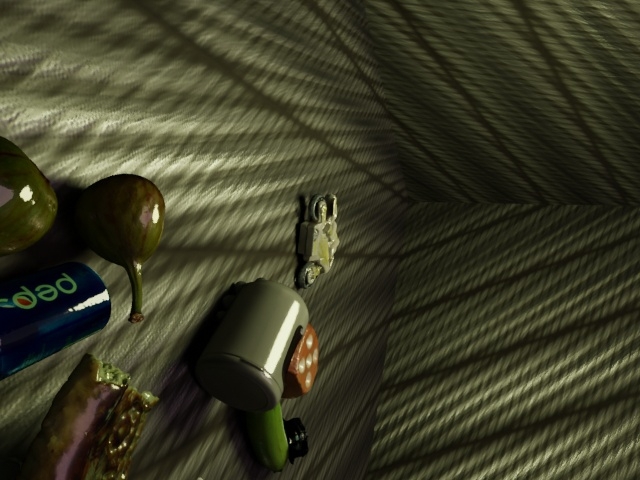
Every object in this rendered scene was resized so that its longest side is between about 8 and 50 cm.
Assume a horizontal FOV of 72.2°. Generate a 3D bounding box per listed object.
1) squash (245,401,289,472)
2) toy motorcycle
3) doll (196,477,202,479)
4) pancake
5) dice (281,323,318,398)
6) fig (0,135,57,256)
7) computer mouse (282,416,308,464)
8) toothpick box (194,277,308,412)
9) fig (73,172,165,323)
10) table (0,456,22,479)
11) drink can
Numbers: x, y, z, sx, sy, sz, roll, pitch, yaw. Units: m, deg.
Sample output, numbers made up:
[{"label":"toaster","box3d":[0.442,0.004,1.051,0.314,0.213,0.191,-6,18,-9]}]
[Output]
[{"label":"squash","box3d":[-0.154,0.550,1.266,0.107,0.107,0.394,-59,151,-51]},{"label":"toy motorcycle","box3d":[0.000,0.000,1.585,0.223,0.108,0.340,-8,107,-60]},{"label":"doll","box3d":[-0.291,0.583,0.989,0.098,0.058,0.143,-55,149,-17]},{"label":"pancake","box3d":[-0.304,0.363,0.554,0.305,0.067,0.426,82,20,-73]},{"label":"dice","box3d":[-0.111,0.334,1.268,0.179,0.174,0.174,-73,154,-43]},{"label":"fig","box3d":[-0.438,-0.018,0.485,0.259,0.151,0.151,-39,134,-27]},{"label":"computer mouse","box3d":[-0.079,0.621,1.392,0.241,0.078,0.146,119,-48,-64]},{"label":"toothpick box","box3d":[-0.160,0.231,1.095,0.316,0.229,0.228,-67,152,-45]},{"label":"fig","box3d":[-0.298,0.015,0.688,0.149,0.149,0.245,31,39,-67]},{"label":"table","box3d":[-0.407,0.332,0.534,0.198,0.167,0.166,80,23,-50]},{"label":"drink can","box3d":[-0.389,0.105,0.579,0.205,0.118,0.118,-32,123,-66]}]
